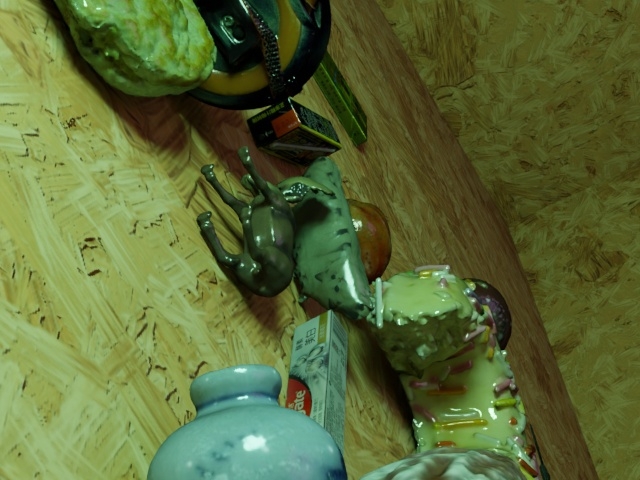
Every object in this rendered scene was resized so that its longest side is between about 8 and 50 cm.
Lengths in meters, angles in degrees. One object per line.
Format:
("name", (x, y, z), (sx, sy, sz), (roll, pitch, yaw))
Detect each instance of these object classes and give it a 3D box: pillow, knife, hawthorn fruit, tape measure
("pillow", (0.000, 0.001, 1.130), (0.051, 0.093, 0.241), (50, 21, -54))
("knife", (0.283, 0.284, 1.184), (0.170, 0.010, 0.023), (-84, 154, -67))
("hawthorn fruit", (0.040, 0.002, 1.222), (0.128, 0.128, 0.128), (55, 18, -28))
("tape measure", (-0.094, -0.251, 1.026), (0.223, 0.202, 0.135), (50, 17, -2))

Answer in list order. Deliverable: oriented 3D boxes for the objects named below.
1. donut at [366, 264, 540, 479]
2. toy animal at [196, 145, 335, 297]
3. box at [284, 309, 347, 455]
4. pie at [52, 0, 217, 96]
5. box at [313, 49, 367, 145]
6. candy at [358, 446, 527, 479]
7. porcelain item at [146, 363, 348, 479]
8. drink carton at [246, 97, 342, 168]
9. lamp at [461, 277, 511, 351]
("donut", (0.185, 0.213, 1.241), (0.307, 0.150, 0.371), (4, 69, -76))
("toy animal", (-0.058, -0.020, 1.017), (0.186, 0.094, 0.214), (44, 32, -39))
("box", (-0.004, 0.151, 0.953), (0.039, 0.055, 0.218), (56, 18, -22))
("pie", (-0.204, -0.250, 0.890), (0.201, 0.090, 0.248), (-14, 78, -63))
("box", (0.034, -0.288, 1.803), (0.193, 0.030, 0.121), (56, 18, -25))
("candy", (0.083, 0.260, 0.768), (0.157, 0.214, 0.289), (67, 11, 10))
("porcelain item", (-0.042, 0.214, 0.615), (0.141, 0.141, 0.259), (35, 42, -60))
("drink carton", (-0.033, -0.147, 1.296), (0.056, 0.071, 0.166), (65, 17, 13))
("lamp", (0.249, 0.143, 1.608), (0.135, 0.157, 0.156), (179, -83, -70))
